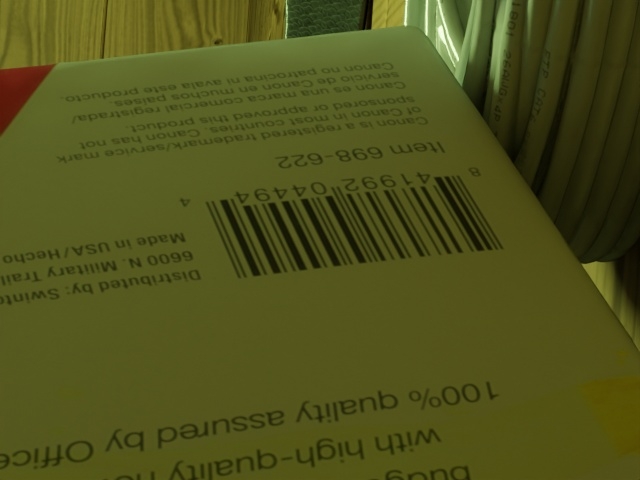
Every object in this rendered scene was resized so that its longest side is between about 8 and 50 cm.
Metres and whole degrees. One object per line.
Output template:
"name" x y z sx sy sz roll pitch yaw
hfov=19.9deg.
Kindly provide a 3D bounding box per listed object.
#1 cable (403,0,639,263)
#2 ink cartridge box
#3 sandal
"cable" 0.089 -0.118 0.714 0.257 0.089 0.257 -101 15 -68
"ink cartridge box" -0.043 0.111 0.514 0.384 0.279 0.160 -116 25 -50
"sandal" -0.003 -0.132 1.580 0.054 0.097 0.254 41 -117 -83
